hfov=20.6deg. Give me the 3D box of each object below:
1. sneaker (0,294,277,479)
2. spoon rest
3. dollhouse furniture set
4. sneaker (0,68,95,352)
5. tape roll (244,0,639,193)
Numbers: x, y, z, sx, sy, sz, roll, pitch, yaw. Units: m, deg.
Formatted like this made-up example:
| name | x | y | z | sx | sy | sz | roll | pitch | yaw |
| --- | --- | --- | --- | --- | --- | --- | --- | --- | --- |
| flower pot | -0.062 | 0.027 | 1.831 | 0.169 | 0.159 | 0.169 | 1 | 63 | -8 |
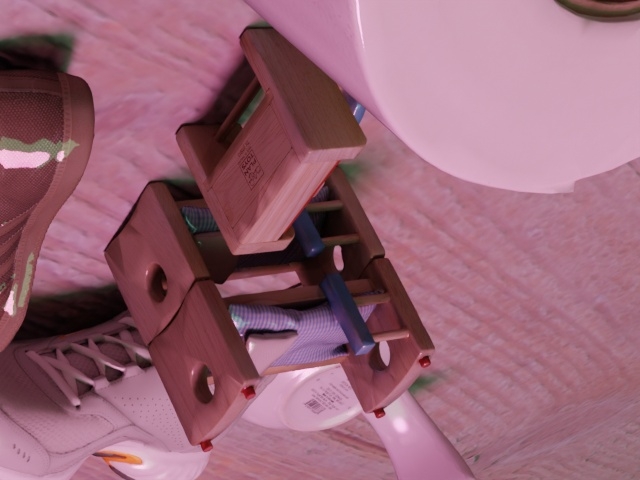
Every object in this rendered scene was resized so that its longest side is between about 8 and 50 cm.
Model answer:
| name | x | y | z | sx | sy | sz | roll | pitch | yaw |
| --- | --- | --- | --- | --- | --- | --- | --- | --- | --- |
| sneaker | -0.116 | 0.071 | 0.985 | 0.121 | 0.099 | 0.262 | -44 | 159 | 17 |
| spoon rest | 0.019 | 0.101 | 1.202 | 0.137 | 0.084 | 0.276 | -32 | 142 | 7 |
| dollhouse furniture set | 0.000 | 0.000 | 0.899 | 0.129 | 0.129 | 0.184 | -7 | 148 | -38 |
| sneaker | -0.163 | -0.013 | 0.812 | 0.071 | 0.066 | 0.188 | 7 | 137 | -25 |
| tape roll | 0.057 | -0.161 | 0.520 | 0.246 | 0.169 | 0.246 | -27 | 141 | -24 |
